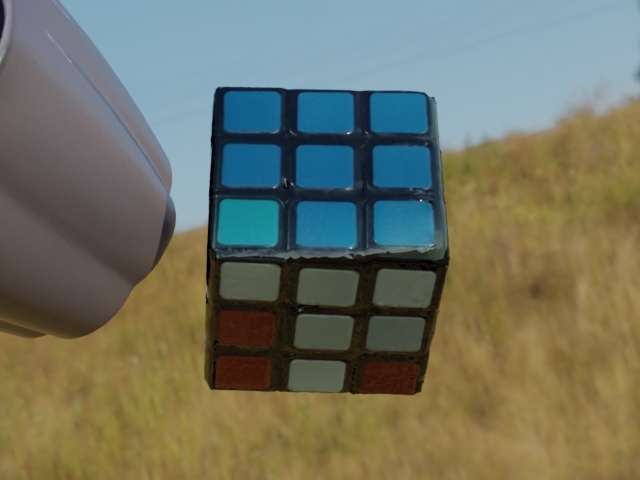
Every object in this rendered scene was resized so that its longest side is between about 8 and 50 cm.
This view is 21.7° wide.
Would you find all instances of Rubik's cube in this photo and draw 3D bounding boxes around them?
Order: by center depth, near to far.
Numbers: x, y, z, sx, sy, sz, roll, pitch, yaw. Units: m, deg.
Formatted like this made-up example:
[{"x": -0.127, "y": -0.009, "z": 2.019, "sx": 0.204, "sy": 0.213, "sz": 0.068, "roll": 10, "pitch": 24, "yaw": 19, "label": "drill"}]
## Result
[{"x": 0.000, "y": 0.000, "z": 1.178, "sx": 0.162, "sy": 0.160, "sz": 0.163, "roll": 3, "pitch": -41, "yaw": -4, "label": "Rubik's cube"}]

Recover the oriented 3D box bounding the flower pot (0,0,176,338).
[{"x": -0.246, "y": -0.050, "z": 1.230, "sx": 0.265, "sy": 0.265, "sz": 0.243, "roll": -20, "pitch": -44, "yaw": 27, "label": "flower pot"}]
